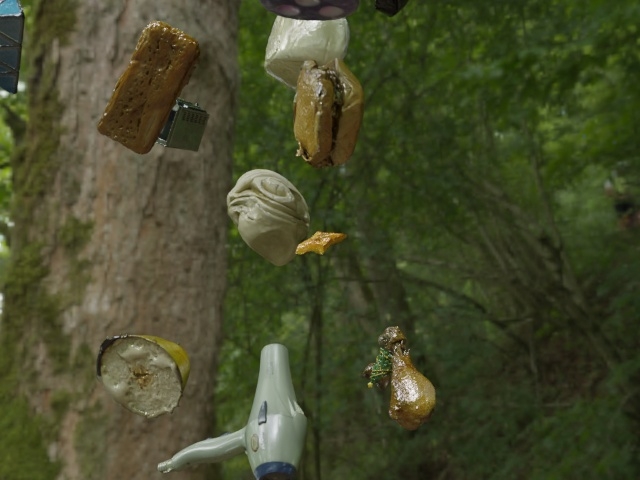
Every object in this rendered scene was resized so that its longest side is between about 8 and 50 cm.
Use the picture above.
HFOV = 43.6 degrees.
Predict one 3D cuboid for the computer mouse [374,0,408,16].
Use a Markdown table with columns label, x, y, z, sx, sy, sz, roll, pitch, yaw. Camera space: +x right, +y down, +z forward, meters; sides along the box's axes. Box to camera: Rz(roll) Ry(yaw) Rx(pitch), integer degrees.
| label | x | y | z | sx | sy | sz | roll | pitch | yaw |
| --- | --- | --- | --- | --- | --- | --- | --- | --- | --- |
| computer mouse | 0.191 | -0.651 | 1.907 | 0.087 | 0.168 | 0.295 | 15 | -13 | 5 |

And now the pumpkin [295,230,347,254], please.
| label | x | y | z | sx | sy | sz | roll | pitch | yaw |
| --- | --- | --- | --- | --- | --- | --- | --- | --- | --- |
| pumpkin | 0.000 | -0.001 | 1.693 | 0.073 | 0.035 | 0.101 | -2 | 24 | 37 |

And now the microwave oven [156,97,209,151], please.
| label | x | y | z | sx | sy | sz | roll | pitch | yaw |
| --- | --- | --- | --- | --- | --- | --- | --- | --- | --- |
| microwave oven | -0.424 | -0.333 | 2.122 | 0.205 | 0.129 | 0.163 | 25 | 13 | 23 |

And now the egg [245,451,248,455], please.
| label | x | y | z | sx | sy | sz | roll | pitch | yaw |
| --- | --- | --- | --- | --- | --- | --- | --- | --- | --- |
| egg | -0.133 | 0.517 | 2.097 | 0.152 | 0.114 | 0.114 | -22 | 1 | -31 |

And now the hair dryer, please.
| label | x | y | z | sx | sy | sz | roll | pitch | yaw |
| --- | --- | --- | --- | --- | --- | --- | --- | --- | --- |
| hair dryer | -0.146 | 0.330 | 1.553 | 0.298 | 0.296 | 0.119 | -3 | -45 | 27 |

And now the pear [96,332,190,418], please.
| label | x | y | z | sx | sy | sz | roll | pitch | yaw |
| --- | --- | --- | --- | --- | --- | --- | --- | --- | --- |
| pear | -0.457 | 0.340 | 2.168 | 0.266 | 0.267 | 0.178 | -6 | 14 | 19 |

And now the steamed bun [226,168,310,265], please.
| label | x | y | z | sx | sy | sz | roll | pitch | yaw |
| --- | --- | --- | --- | --- | --- | --- | --- | --- | --- |
| steamed bun | -0.145 | -0.098 | 2.519 | 0.276 | 0.289 | 0.203 | 39 | -67 | -23 |

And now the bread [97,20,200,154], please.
| label | x | y | z | sx | sy | sz | roll | pitch | yaw |
| --- | --- | --- | --- | --- | --- | --- | --- | --- | --- |
| bread | -0.355 | -0.318 | 1.679 | 0.139 | 0.271 | 0.077 | 26 | 15 | -13 |

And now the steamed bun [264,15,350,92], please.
| label | x | y | z | sx | sy | sz | roll | pitch | yaw |
| --- | --- | --- | --- | --- | --- | --- | --- | --- | --- |
| steamed bun | -0.026 | -0.649 | 2.644 | 0.273 | 0.291 | 0.272 | 16 | -26 | -27 |

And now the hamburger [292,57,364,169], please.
| label | x | y | z | sx | sy | sz | roll | pitch | yaw |
| --- | --- | --- | --- | --- | --- | --- | --- | --- | --- |
| hamburger | 0.013 | -0.362 | 2.269 | 0.158 | 0.319 | 0.318 | 2 | -11 | -19 |

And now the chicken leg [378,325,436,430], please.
| label | x | y | z | sx | sy | sz | roll | pitch | yaw |
| --- | --- | --- | --- | --- | --- | --- | --- | --- | --- |
| chicken leg | 0.187 | 0.301 | 1.778 | 0.107 | 0.252 | 0.087 | 1 | -37 | -24 |

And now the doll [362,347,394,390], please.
| label | x | y | z | sx | sy | sz | roll | pitch | yaw |
| --- | --- | --- | --- | --- | --- | --- | --- | --- | --- |
| doll | 0.163 | 0.339 | 2.124 | 0.078 | 0.113 | 0.077 | 34 | -25 | 25 |

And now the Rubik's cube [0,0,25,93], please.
| label | x | y | z | sx | sy | sz | roll | pitch | yaw |
| --- | --- | --- | --- | --- | --- | --- | --- | --- | --- |
| Rubik's cube | -0.730 | -0.474 | 1.731 | 0.233 | 0.228 | 0.229 | -45 | 1 | 14 |

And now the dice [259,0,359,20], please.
| label | x | y | z | sx | sy | sz | roll | pitch | yaw |
| --- | --- | --- | --- | --- | --- | --- | --- | --- | --- |
| dice | -0.024 | -0.734 | 2.035 | 0.270 | 0.270 | 0.271 | 4 | -9 | 5 |
